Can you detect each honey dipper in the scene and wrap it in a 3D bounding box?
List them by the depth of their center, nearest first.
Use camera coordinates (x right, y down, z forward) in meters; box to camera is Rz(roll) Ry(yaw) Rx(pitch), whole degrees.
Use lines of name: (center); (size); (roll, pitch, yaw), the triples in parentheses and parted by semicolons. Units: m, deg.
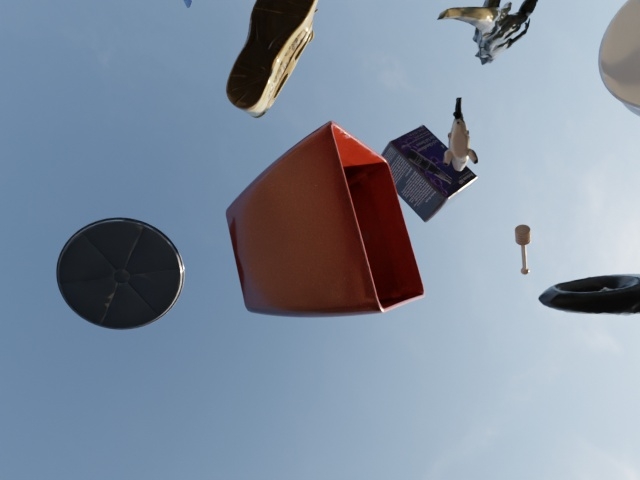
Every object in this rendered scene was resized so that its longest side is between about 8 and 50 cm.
honey dipper: (0.439, 0.026, 0.887); (0.030, 0.031, 0.160); (-45, -43, -14)

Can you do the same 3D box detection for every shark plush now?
shark plush: (0.302, -0.233, 0.920); (0.073, 0.067, 0.161); (-13, -74, 22)

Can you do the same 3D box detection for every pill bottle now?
pill bottle: (0.642, -0.305, 0.683); (0.393, 0.224, 0.223); (-11, -89, -37)

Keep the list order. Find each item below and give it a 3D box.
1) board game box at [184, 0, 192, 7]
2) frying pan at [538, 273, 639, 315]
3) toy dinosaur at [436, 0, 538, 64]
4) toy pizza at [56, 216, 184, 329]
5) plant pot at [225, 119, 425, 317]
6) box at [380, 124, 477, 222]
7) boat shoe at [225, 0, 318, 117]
board game box: (-0.326, -0.661, 0.988); (0.033, 0.133, 0.168); (-22, -99, -25)
frying pan: (0.297, 0.036, 0.231); (0.326, 0.197, 0.053); (-11, -77, -36)
toy dinosaur: (0.218, -0.273, 0.480); (0.064, 0.268, 0.118); (46, -61, 12)
toy pizza: (-0.341, 0.058, 0.709); (0.202, 0.032, 0.201); (-3, -77, -14)
plant pot: (0.000, 0.000, 0.688); (0.236, 0.267, 0.267); (-18, -100, 24)
box: (0.268, -0.175, 1.056); (0.153, 0.108, 0.207); (-34, -105, -35)
boat shoe: (-0.083, -0.372, 0.773); (0.105, 0.089, 0.285); (33, -83, 12)
